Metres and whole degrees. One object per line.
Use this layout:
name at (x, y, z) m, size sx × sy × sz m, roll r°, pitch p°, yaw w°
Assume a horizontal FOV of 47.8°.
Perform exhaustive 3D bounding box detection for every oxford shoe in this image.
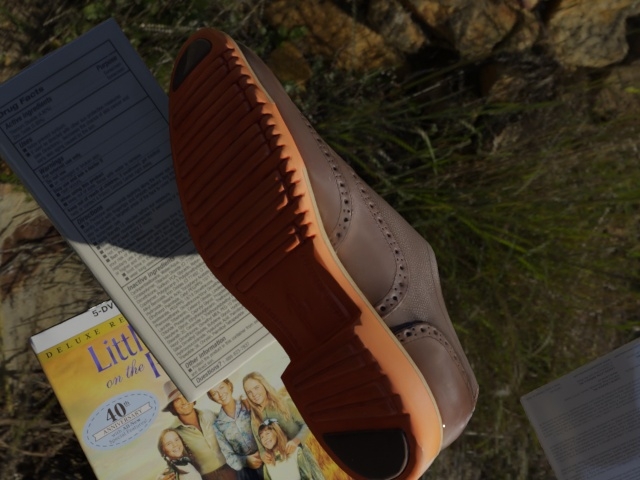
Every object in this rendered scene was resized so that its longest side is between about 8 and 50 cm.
oxford shoe at (0.000, 0.000, 0.561) m, size 0.133 × 0.130 × 0.363 m, roll -22°, pitch 84°, yaw -46°

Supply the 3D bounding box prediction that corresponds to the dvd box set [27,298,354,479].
dvd box set at (-0.136, 0.242, 0.926) m, size 0.308 × 0.062 × 0.420 m, roll -26°, pitch 91°, yaw -22°

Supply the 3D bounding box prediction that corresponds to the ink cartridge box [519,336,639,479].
ink cartridge box at (0.347, 0.236, 0.786) m, size 0.056 × 0.181 × 0.224 m, roll 24°, pitch 38°, yaw -53°

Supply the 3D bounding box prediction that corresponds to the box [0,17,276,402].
box at (-0.157, -0.025, 0.664) m, size 0.148 × 0.121 × 0.311 m, roll -35°, pitch 100°, yaw -10°
